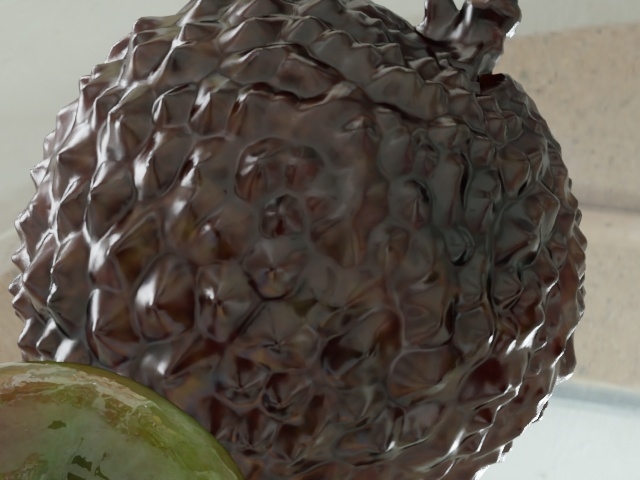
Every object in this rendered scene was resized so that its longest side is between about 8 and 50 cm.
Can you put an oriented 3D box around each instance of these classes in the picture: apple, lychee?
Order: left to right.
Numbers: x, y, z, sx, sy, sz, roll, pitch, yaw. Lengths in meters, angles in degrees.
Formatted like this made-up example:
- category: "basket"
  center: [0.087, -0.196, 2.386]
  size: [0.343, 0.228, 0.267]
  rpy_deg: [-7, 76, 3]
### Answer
- category: "apple"
  center: [-0.124, 0.161, 0.666]
  size: [0.174, 0.188, 0.207]
  rpy_deg: [-29, -120, -34]
- category: "lychee"
  center: [0.000, 0.000, 1.048]
  size: [0.500, 0.424, 0.424]
  rpy_deg: [-47, -118, 4]
